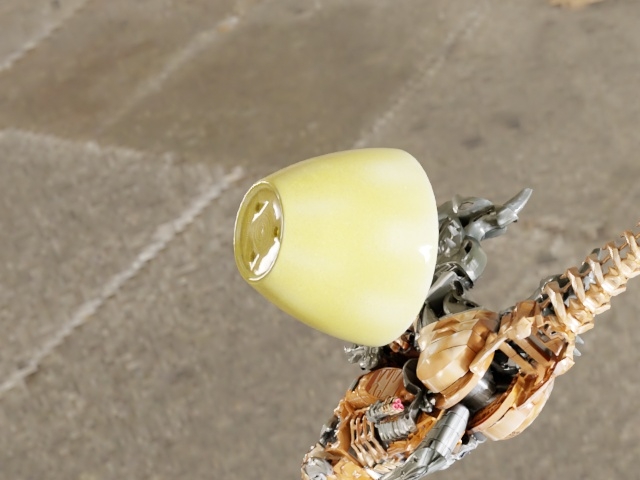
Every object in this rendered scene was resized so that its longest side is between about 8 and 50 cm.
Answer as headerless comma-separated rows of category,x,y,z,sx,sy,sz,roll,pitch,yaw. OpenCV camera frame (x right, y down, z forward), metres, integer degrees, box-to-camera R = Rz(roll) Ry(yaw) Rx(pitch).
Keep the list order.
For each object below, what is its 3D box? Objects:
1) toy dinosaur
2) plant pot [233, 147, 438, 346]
toy dinosaur,0.118,0.085,1.184,0.322,0.164,0.218,-15,29,28
plant pot,0.000,0.000,1.088,0.095,0.134,0.134,6,20,-30
